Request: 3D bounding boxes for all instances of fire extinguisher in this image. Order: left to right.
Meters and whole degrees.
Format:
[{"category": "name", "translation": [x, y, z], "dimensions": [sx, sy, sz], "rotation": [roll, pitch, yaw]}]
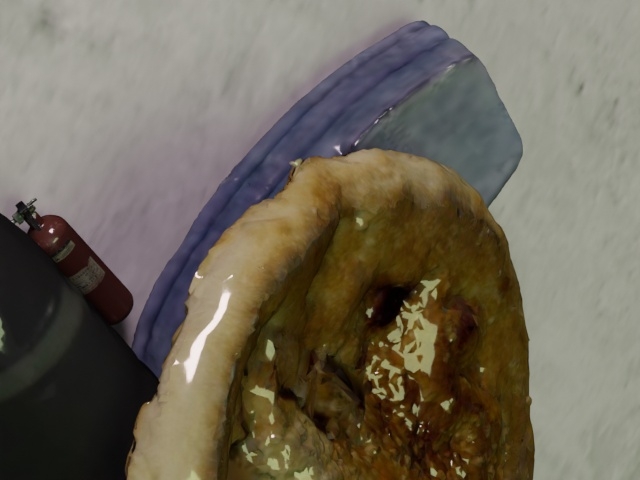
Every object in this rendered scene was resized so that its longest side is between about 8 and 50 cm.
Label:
[{"category": "fire extinguisher", "translation": [-0.143, 0.015, 0.927], "dimensions": [0.046, 0.032, 0.100], "rotation": [-27, 130, 14]}]

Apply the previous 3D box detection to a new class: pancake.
[{"category": "pancake", "translation": [0.024, 0.118, 0.911], "dimensions": [0.356, 0.065, 0.356], "rotation": [2, 88, -54]}]

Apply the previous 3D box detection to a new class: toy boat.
[{"category": "toy boat", "translation": [0.000, 0.000, 0.999], "dimensions": [0.283, 0.078, 0.127], "rotation": [-48, 133, -15]}]

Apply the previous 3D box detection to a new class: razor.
[{"category": "razor", "translation": [-0.149, 0.130, 0.878], "dimensions": [0.204, 0.113, 0.349], "rotation": [-32, 130, 11]}]
